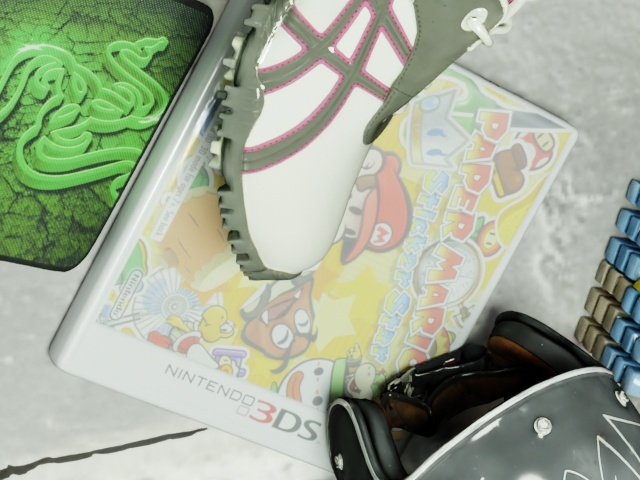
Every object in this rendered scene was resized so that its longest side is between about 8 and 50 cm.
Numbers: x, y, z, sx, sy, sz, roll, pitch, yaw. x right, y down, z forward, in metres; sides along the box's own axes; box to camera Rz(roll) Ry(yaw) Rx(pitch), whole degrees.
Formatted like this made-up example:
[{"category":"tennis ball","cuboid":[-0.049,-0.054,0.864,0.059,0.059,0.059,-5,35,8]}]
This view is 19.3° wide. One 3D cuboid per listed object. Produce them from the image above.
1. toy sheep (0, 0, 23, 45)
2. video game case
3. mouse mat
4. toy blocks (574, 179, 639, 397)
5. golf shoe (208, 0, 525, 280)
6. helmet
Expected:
[{"category":"toy sheep","cuboid":[-0.170,-0.118,0.834,0.091,0.091,0.132,33,112,-28]},{"category":"video game case","cuboid":[0.000,0.000,0.977,0.206,0.026,0.227,24,99,-27]},{"category":"mouse mat","cuboid":[-0.133,-0.059,0.856,0.190,0.007,0.152,12,110,-59]},{"category":"toy blocks","cuboid":[0.267,0.050,1.036,0.261,0.191,0.381,15,103,-13]},{"category":"golf shoe","cuboid":[0.025,-0.093,0.845,0.120,0.105,0.272,18,116,9]},{"category":"helmet","cuboid":[0.095,0.127,0.958,0.169,0.161,0.169,-14,120,-26]}]
